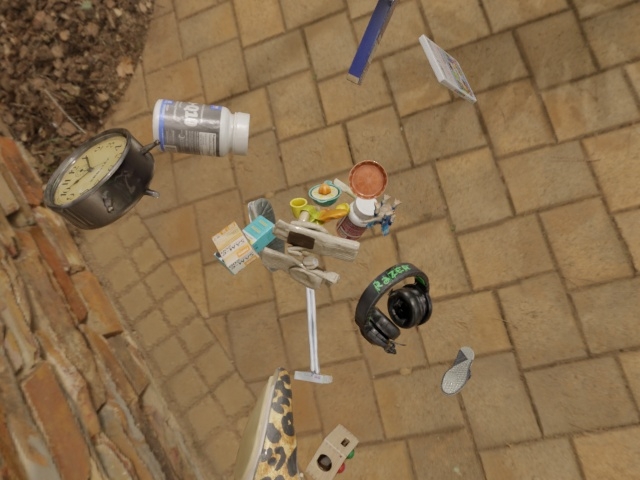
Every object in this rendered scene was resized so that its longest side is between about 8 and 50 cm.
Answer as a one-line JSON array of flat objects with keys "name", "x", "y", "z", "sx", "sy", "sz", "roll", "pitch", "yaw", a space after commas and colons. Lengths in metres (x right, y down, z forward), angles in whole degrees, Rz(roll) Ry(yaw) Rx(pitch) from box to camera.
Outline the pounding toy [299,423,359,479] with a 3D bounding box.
[{"name": "pounding toy", "x": 0.013, "y": 0.702, "z": 1.267, "sx": 0.094, "sy": 0.181, "sz": 0.206, "roll": 33, "pitch": 101, "yaw": 22}]

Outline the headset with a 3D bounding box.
[{"name": "headset", "x": 0.203, "y": 0.217, "z": 1.263, "sx": 0.243, "sy": 0.394, "sz": 0.185, "roll": -28, "pitch": 45, "yaw": -20}]

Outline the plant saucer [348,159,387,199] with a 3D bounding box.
[{"name": "plant saucer", "x": 0.101, "y": -0.128, "z": 0.884, "sx": 0.083, "sy": 0.013, "sz": 0.084, "roll": 0, "pitch": 93, "yaw": 5}]

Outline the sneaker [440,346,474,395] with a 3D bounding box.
[{"name": "sneaker", "x": 0.538, "y": 0.553, "z": 1.648, "sx": 0.086, "sy": 0.164, "sz": 0.226, "roll": 27, "pitch": 50, "yaw": 27}]

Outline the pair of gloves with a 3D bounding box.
[{"name": "pair of gloves", "x": -0.035, "y": 0.043, "z": 0.985, "sx": 0.204, "sy": 0.240, "sz": 0.042, "roll": 23, "pitch": 55, "yaw": -5}]

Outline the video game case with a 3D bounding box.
[{"name": "video game case", "x": 0.207, "y": -0.273, "z": 0.668, "sx": 0.011, "sy": 0.122, "sz": 0.087, "roll": -32, "pitch": 68, "yaw": 38}]

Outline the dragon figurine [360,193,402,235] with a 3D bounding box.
[{"name": "dragon figurine", "x": 0.220, "y": -0.074, "z": 1.512, "sx": 0.085, "sy": 0.289, "sz": 0.144, "roll": 25, "pitch": 128, "yaw": 14}]

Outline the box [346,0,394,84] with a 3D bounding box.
[{"name": "box", "x": 0.126, "y": -0.486, "z": 0.987, "sx": 0.036, "sy": 0.136, "sz": 0.225, "roll": 26, "pitch": 111, "yaw": 0}]

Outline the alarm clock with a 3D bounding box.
[{"name": "alarm clock", "x": -0.285, "y": -0.076, "z": 0.523, "sx": 0.191, "sy": 0.064, "sz": 0.129, "roll": 7, "pitch": 60, "yaw": 29}]

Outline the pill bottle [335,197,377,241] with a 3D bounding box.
[{"name": "pill bottle", "x": 0.153, "y": -0.091, "z": 1.732, "sx": 0.121, "sy": 0.221, "sz": 0.121, "roll": 9, "pitch": 60, "yaw": -16}]

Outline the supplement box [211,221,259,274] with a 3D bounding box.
[{"name": "supplement box", "x": -0.178, "y": 0.014, "z": 0.861, "sx": 0.062, "sy": 0.036, "sz": 0.098, "roll": -37, "pitch": 51, "yaw": -4}]

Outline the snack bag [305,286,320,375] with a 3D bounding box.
[{"name": "snack bag", "x": -0.031, "y": 0.358, "z": 1.615, "sx": 0.037, "sy": 0.342, "sz": 0.323, "roll": -4, "pitch": 70, "yaw": -3}]

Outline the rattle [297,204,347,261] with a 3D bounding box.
[{"name": "rattle", "x": 0.000, "y": 0.000, "z": 1.222, "sx": 0.142, "sy": 0.130, "sz": 0.200, "roll": 7, "pitch": 94, "yaw": 6}]

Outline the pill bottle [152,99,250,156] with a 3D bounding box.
[{"name": "pill bottle", "x": -0.180, "y": -0.170, "z": 0.640, "sx": 0.137, "sy": 0.078, "sz": 0.078, "roll": 3, "pitch": 80, "yaw": -11}]

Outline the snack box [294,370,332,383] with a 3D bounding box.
[{"name": "snack box", "x": -0.030, "y": 0.600, "z": 1.820, "sx": 0.141, "sy": 0.100, "sz": 0.037, "roll": -1, "pitch": 72, "yaw": 27}]

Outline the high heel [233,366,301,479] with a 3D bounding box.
[{"name": "high heel", "x": -0.007, "y": 0.295, "z": 0.484, "sx": 0.186, "sy": 0.093, "sz": 0.261, "roll": 17, "pitch": 63, "yaw": -17}]

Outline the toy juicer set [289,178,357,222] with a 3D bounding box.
[{"name": "toy juicer set", "x": 0.049, "y": -0.180, "z": 1.688, "sx": 0.209, "sy": 0.090, "sz": 0.329, "roll": 23, "pitch": 44, "yaw": 31}]

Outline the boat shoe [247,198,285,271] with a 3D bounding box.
[{"name": "boat shoe", "x": -0.244, "y": -0.021, "z": 1.815, "sx": 0.103, "sy": 0.118, "sz": 0.321, "roll": -8, "pitch": 100, "yaw": 49}]

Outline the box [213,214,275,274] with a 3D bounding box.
[{"name": "box", "x": -0.287, "y": 0.014, "z": 1.618, "sx": 0.244, "sy": 0.060, "sz": 0.100, "roll": -43, "pitch": 51, "yaw": -19}]
